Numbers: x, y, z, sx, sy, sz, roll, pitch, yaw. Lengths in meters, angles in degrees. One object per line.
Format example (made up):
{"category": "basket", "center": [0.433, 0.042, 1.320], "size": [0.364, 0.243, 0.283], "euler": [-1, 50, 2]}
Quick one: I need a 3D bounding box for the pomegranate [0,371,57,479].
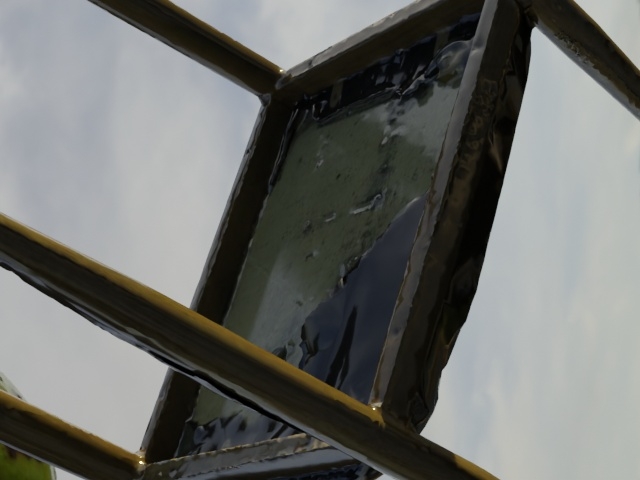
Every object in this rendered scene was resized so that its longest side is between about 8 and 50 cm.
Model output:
{"category": "pomegranate", "center": [-0.261, 0.183, 0.877], "size": [0.231, 0.286, 0.231], "euler": [-25, -35, -20]}

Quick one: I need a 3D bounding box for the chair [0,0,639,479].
{"category": "chair", "center": [0.000, 0.000, 0.441], "size": [0.272, 0.166, 0.188], "euler": [30, -116, -25]}
